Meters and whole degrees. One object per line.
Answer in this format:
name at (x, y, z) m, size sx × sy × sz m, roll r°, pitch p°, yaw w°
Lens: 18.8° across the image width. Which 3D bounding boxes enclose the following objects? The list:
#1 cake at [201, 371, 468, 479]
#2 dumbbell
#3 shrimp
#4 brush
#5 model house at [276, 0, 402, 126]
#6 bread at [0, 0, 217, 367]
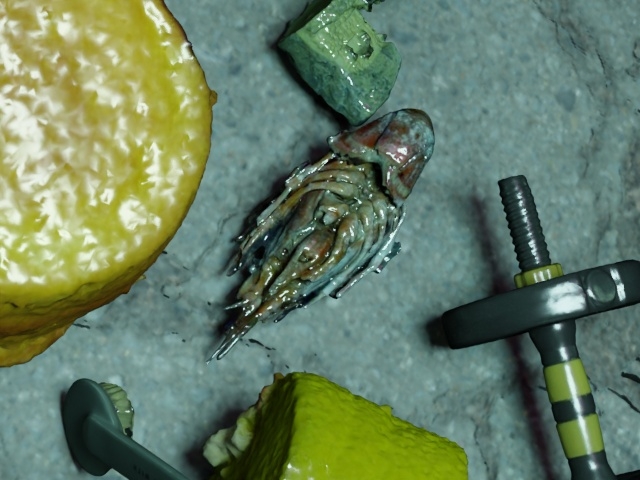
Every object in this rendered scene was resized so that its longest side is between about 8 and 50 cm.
cake at (-0.018, 0.216, 1.167) m, size 0.156 × 0.179 × 0.260 m, roll 23°, pitch 68°, yaw -8°
dumbbell at (0.171, 0.113, 1.306) m, size 0.143 × 0.143 × 0.325 m, roll -13°, pitch 85°, yaw -27°
shrimp at (0.000, 0.000, 1.288) m, size 0.090 × 0.079 × 0.233 m, roll 42°, pitch 70°, yaw -7°
brush at (-0.081, 0.145, 1.125) m, size 0.027 × 0.266 × 0.062 m, roll -8°, pitch 111°, yaw -33°
model house at (0.024, -0.132, 1.329) m, size 0.083 × 0.066 × 0.079 m, roll 49°, pitch 45°, yaw -12°
bread at (-0.214, -0.080, 1.146) m, size 0.312 × 0.172 × 0.312 m, roll 6°, pitch 77°, yaw -27°
